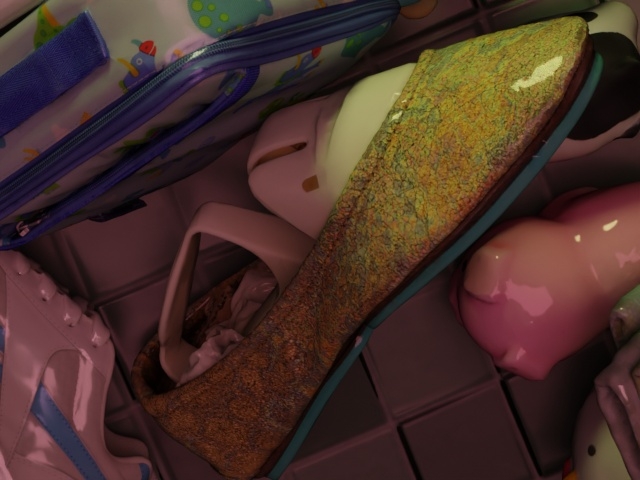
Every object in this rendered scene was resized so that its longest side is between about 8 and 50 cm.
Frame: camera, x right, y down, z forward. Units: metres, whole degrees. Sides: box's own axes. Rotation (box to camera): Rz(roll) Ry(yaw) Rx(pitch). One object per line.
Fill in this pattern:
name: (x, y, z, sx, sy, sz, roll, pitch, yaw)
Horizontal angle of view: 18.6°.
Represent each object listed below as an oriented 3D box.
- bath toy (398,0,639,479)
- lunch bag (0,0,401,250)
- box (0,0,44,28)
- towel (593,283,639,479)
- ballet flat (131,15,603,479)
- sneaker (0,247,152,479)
bath toy: (0.120, 0.003, 1.006, 0.151, 0.129, 0.348, -19, 100, 33)
lunch bag: (-0.086, -0.076, 0.917, 0.219, 0.176, 0.090, -30, 85, 37)
box: (-0.199, -0.203, 0.915, 0.345, 0.168, 0.215, -32, 106, 2)
towel: (0.331, 0.103, 1.003, 0.374, 0.090, 0.320, -30, 104, -25)
ballet flat: (0.000, 0.000, 0.926, 0.123, 0.123, 0.348, 28, 137, -8)
sneaker: (-0.161, 0.043, 1.015, 0.092, 0.087, 0.228, -22, 107, -8)
